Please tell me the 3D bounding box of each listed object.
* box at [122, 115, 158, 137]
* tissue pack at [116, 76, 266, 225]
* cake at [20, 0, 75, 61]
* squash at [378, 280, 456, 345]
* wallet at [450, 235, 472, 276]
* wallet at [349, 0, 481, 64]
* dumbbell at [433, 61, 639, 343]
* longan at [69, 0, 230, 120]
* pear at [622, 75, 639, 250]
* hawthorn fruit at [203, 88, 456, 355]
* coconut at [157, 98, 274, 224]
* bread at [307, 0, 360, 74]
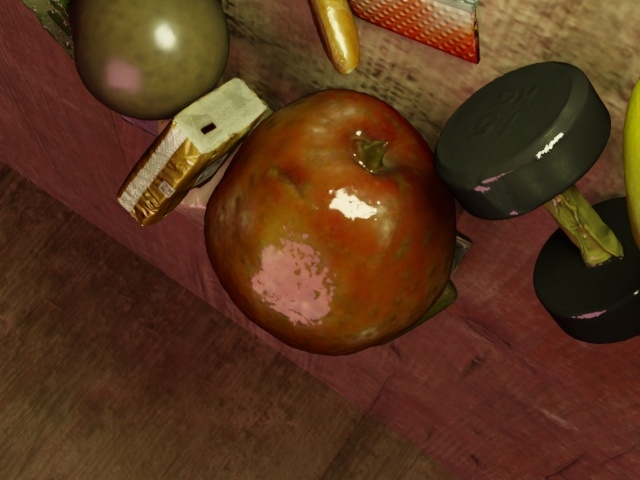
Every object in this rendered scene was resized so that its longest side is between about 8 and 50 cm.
[{"bbox_3d":[-0.348,-0.330,1.779,0.190,0.112,0.370,29,160,24],"label":"box"},{"bbox_3d":[-0.205,-0.138,1.474,0.092,0.183,0.226,47,134,1],"label":"tissue pack"},{"bbox_3d":[-0.403,-0.337,1.557,0.100,0.099,0.235,4,126,37],"label":"cake"},{"bbox_3d":[0.203,0.118,2.006,0.111,0.203,0.288,41,126,-11],"label":"squash"},{"bbox_3d":[0.118,-0.022,1.756,0.309,0.077,0.223,34,164,8],"label":"wallet"},{"bbox_3d":[0.113,-0.290,1.185,0.196,0.020,0.103,27,159,27],"label":"wallet"},{"bbox_3d":[0.305,-0.041,1.161,0.322,0.204,0.203,47,159,-29],"label":"dumbbell"},{"bbox_3d":[-0.267,-0.314,1.455,0.258,0.258,0.258,32,161,12],"label":"longan"},{"bbox_3d":[0.415,-0.077,0.753,0.287,0.287,0.375,39,154,-9],"label":"pear"},{"bbox_3d":[0.030,-0.037,1.425,0.402,0.403,0.403,32,161,12],"label":"hawthorn fruit"},{"bbox_3d":[-0.185,-0.139,1.722,0.239,0.239,0.244,20,119,41],"label":"coconut"},{"bbox_3d":[0.011,-0.308,1.240,0.154,0.054,0.136,-112,-1,-57],"label":"bread"}]
